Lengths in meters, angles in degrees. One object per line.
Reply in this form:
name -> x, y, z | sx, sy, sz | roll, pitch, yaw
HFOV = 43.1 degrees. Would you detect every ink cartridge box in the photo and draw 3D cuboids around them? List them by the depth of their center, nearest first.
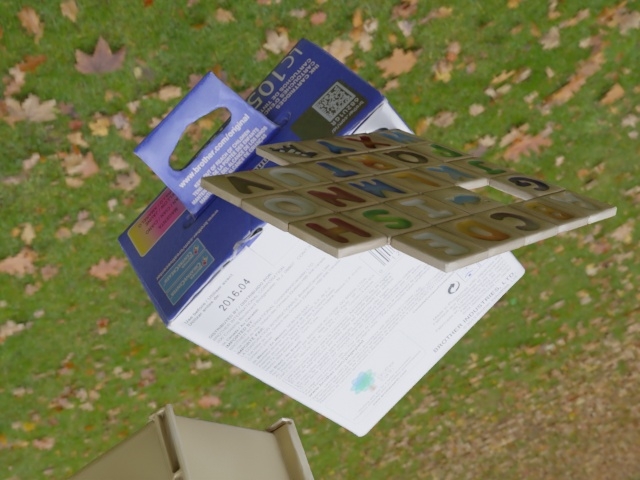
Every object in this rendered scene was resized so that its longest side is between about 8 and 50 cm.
ink cartridge box -> 0.000, 0.000, 0.798 | 0.270, 0.151, 0.395 | -46, 137, 3

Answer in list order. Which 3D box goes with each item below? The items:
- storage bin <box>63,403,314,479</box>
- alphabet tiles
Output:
storage bin -> -0.107, 0.268, 0.447 | 0.262, 0.260, 0.123 | -35, 146, 17
alphabet tiles -> 0.051, -0.035, 0.532 | 0.237, 0.198, 0.009 | -14, 121, -44
